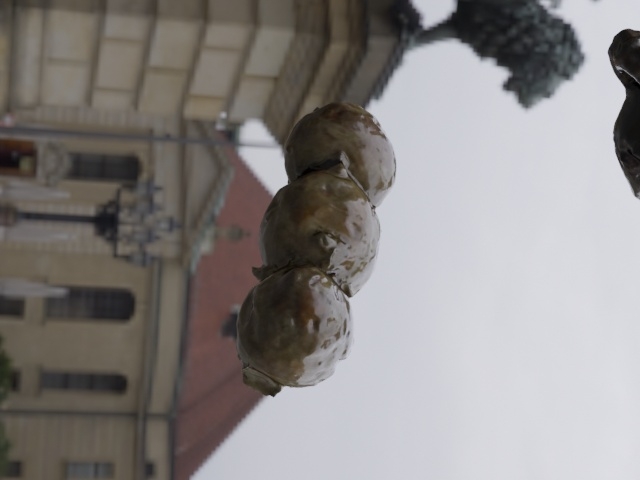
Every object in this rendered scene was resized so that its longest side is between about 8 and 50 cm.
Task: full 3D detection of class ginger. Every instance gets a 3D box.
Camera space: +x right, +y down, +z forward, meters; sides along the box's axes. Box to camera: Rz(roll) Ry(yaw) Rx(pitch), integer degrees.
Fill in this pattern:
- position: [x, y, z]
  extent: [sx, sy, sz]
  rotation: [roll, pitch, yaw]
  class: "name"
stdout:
- position: [0.000, 0.000, 0.862]
  extent: [0.104, 0.080, 0.204]
  rotation: [113, -6, -54]
  class: "ginger"

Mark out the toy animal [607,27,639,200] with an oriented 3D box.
- position: [0.462, -0.086, 1.533]
  extent: [0.303, 0.194, 0.344]
  rotation: [50, 1, -39]
  class: "toy animal"
